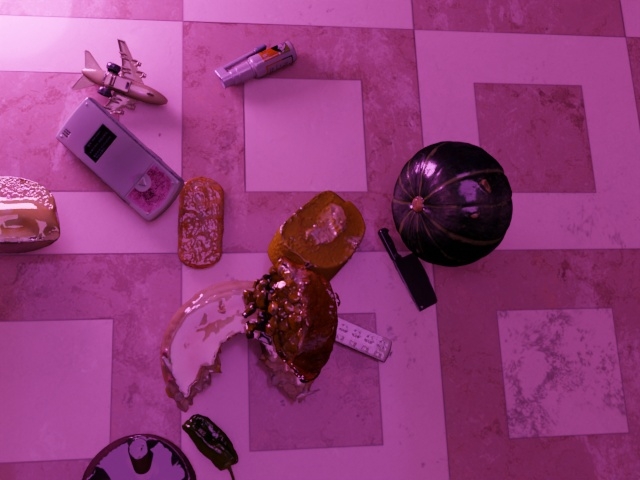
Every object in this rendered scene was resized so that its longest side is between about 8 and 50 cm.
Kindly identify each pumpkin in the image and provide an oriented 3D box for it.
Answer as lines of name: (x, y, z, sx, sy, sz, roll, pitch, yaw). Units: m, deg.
pumpkin: (0.328, -0.092, 1.809, 0.241, 0.323, 0.323, -13, 77, -35)

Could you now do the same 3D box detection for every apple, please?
apple: (-0.769, -0.060, 1.757, 0.265, 0.120, 0.193, -2, 63, -11)

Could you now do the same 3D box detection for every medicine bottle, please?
medicine bottle: (-0.181, -0.491, 1.978, 0.221, 0.061, 0.092, -28, 57, -14)

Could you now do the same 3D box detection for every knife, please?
knife: (0.235, 0.068, 1.917, 0.072, 0.019, 0.245, -26, 84, -17)

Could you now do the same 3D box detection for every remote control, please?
remote control: (-0.513, -0.206, 1.840, 0.344, 0.050, 0.145, 43, 97, 3)

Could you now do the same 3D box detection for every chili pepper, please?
chili pepper: (-0.245, 0.501, 1.716, 0.072, 0.073, 0.204, -40, 86, -29)

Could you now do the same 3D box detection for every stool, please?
stool: (-0.419, 0.575, 1.613, 0.272, 0.178, 0.272, 2, 75, -6)

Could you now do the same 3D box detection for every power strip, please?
power strip: (0.071, 0.242, 1.843, 0.253, 0.027, 0.060, 23, 74, -2)

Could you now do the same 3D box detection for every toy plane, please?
toy plane: (-0.524, -0.410, 1.891, 0.244, 0.092, 0.229, 20, 90, 0)

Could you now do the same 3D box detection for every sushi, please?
sushi: (-0.062, 0.174, 1.632, 0.179, 0.167, 0.296, 3, 78, -39)

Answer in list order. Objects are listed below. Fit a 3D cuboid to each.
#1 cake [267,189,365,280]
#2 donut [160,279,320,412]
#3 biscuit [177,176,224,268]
cake: (0.000, 0.000, 1.809, 0.179, 0.156, 0.260, 45, 54, 5)
donut: (-0.199, 0.251, 1.740, 0.371, 0.150, 0.307, -3, 78, -10)
biscuit: (-0.311, -0.048, 1.860, 0.119, 0.029, 0.247, 1, 76, -8)
